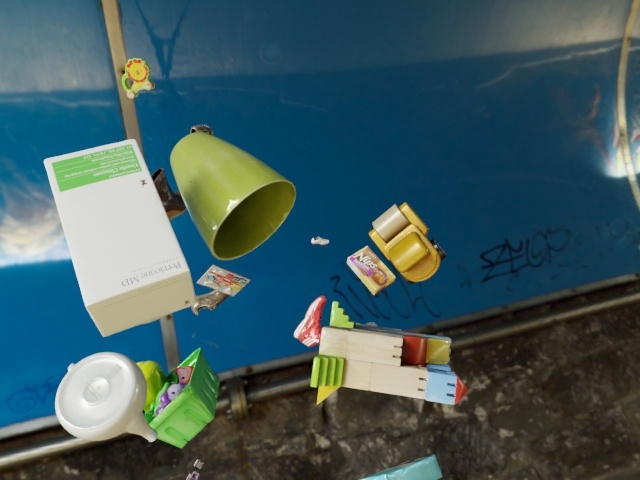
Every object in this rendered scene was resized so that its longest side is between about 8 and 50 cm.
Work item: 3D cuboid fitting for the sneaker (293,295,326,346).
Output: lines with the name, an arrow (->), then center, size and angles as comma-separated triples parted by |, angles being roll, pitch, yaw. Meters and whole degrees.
sneaker -> -0.007, 0.353, 1.961 | 0.221, 0.128, 0.087 | -59, -23, 10

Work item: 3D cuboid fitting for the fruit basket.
fruit basket -> -0.585, 0.545, 1.732 | 0.283, 0.392, 0.392 | -43, -31, 0

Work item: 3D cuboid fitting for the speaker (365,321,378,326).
speaker -> 0.213, 0.363, 1.865 | 0.055, 0.055, 0.136 | -23, -19, 7

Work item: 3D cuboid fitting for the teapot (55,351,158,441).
teapot -> -0.612, 0.455, 1.329 | 0.252, 0.256, 0.187 | -9, -33, -5

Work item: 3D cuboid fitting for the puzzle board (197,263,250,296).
puzzle board -> -0.288, 0.123, 1.378 | 0.128, 0.011, 0.096 | 27, -54, -31

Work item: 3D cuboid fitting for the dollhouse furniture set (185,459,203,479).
dollhouse furniture set -> -0.366, 0.769, 1.463 | 0.114, 0.091, 0.081 | 30, -15, -3

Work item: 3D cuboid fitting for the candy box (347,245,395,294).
candy box -> 0.208, 0.122, 1.912 | 0.109, 0.187, 0.053 | -29, -26, -20

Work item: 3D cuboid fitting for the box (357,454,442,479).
box -> 0.209, 0.619, 1.199 | 0.100, 0.060, 0.244 | -33, -29, 33

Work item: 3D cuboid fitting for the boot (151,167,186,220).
boot -> -0.601, -0.192, 1.830 | 0.090, 0.249, 0.207 | 9, -54, 8

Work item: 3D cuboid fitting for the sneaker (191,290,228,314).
sneaker -> -0.419, 0.240, 1.834 | 0.188, 0.071, 0.066 | -19, -23, -10

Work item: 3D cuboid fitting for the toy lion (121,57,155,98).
toy lion -> -0.541, -0.481, 1.359 | 0.100, 0.034, 0.096 | -21, -68, 13

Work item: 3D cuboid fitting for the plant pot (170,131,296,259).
plant pot -> -0.264, -0.146, 1.238 | 0.274, 0.293, 0.275 | -39, -19, -16

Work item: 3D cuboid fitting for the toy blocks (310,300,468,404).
toy blocks -> 0.146, 0.234, 0.929 | 0.260, 0.191, 0.381 | 6, -6, 10

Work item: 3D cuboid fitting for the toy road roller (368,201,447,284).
toy road roller -> 0.340, 0.011, 1.852 | 0.202, 0.330, 0.240 | -41, -15, 15

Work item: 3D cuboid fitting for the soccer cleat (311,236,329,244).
soccer cleat -> 0.000, 0.000, 2.074 | 0.083, 0.029, 0.036 | 0, -54, -11

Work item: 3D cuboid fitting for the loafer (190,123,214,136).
loafer -> -0.446, -0.278, 1.633 | 0.084, 0.096, 0.268 | -24, -51, -64

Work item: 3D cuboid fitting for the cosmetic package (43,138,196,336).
cosmetic package -> -0.414, -0.015, 0.959 | 0.196, 0.366, 0.155 | -21, -28, -22
